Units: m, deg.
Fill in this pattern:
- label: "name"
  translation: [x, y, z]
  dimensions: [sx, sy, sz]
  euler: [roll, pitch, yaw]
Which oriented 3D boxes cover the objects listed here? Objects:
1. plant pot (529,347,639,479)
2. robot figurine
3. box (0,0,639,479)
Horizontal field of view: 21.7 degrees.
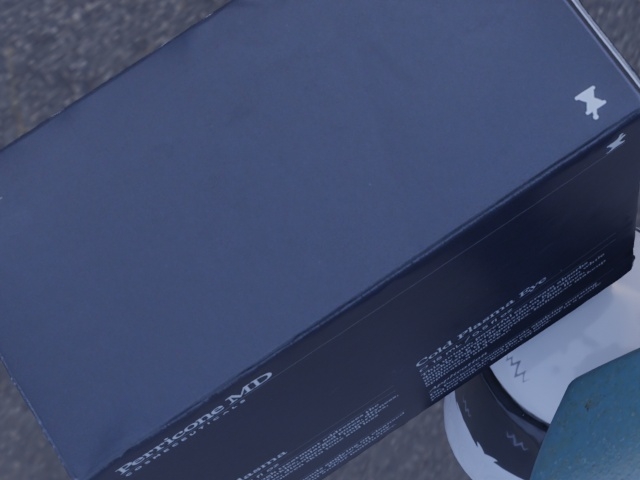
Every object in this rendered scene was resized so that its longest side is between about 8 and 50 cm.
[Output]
- label: "plant pot"
  translation: [0.259, 0.179, 0.951]
  dimensions: [0.248, 0.252, 0.247]
  euler: [15, 145, -39]
- label: "robot figurine"
  translation: [0.187, 0.099, 1.236]
  dimensions: [0.209, 0.174, 0.278]
  euler: [9, 149, 0]
- label: "box"
  translation: [0.000, 0.000, 0.969]
  dimensions: [0.343, 0.312, 0.179]
  euler: [-33, 72, -3]
